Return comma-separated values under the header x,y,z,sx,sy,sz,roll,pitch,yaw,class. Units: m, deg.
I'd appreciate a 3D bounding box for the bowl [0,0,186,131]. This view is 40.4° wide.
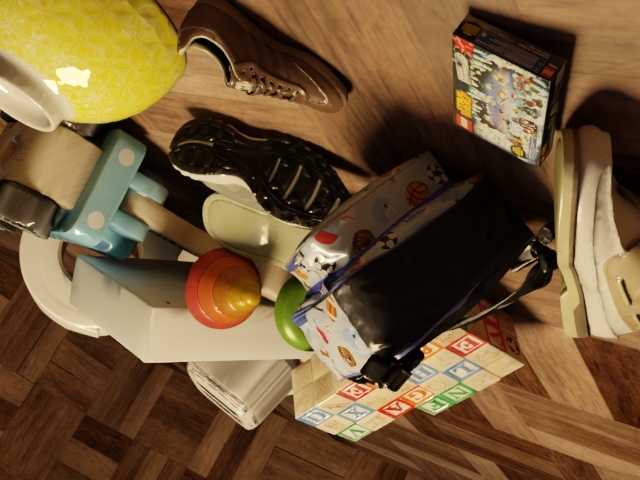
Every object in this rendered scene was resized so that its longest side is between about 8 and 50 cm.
x,y,z,sx,sy,sz,roll,pitch,yaw,class
-0.323,-0.225,1.029,0.289,0.156,0.289,27,162,10,bowl

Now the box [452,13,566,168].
x,y,z,sx,sy,sz,roll,pitch,yaw,class
0.160,-0.126,0.757,0.094,0.027,0.137,33,164,23,box

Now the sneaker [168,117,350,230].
x,y,z,sx,sy,sz,roll,pitch,yaw,class
-0.069,-0.083,1.145,0.271,0.100,0.108,25,173,27,sneaker

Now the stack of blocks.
x,y,z,sx,sy,sz,roll,pitch,yaw,class
0.120,0.184,1.262,0.171,0.087,0.297,30,127,-35,stack of blocks

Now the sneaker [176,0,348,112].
x,y,z,sx,sy,sz,roll,pitch,yaw,class
-0.063,-0.175,0.909,0.188,0.071,0.066,32,161,-7,sneaker

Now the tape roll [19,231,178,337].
x,y,z,sx,sy,sz,roll,pitch,yaw,class
-0.410,0.032,1.619,0.286,0.286,0.100,31,161,-6,tape roll

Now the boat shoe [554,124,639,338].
x,y,z,sx,sy,sz,roll,pitch,yaw,class
0.278,-0.004,0.828,0.103,0.113,0.302,-1,149,19,boat shoe

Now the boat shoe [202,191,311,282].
x,y,z,sx,sy,sz,roll,pitch,yaw,class
-0.001,0.003,1.230,0.340,0.113,0.127,20,123,25,boat shoe

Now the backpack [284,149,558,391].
x,y,z,sx,sy,sz,roll,pitch,yaw,class
0.080,0.046,0.985,0.213,0.276,0.263,54,155,12,backpack

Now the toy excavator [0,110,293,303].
x,y,z,sx,sy,sz,roll,pitch,yaw,class
-0.293,-0.048,1.403,0.445,0.222,0.432,31,166,-36,toy excavator

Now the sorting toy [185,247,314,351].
x,y,z,sx,sy,sz,roll,pitch,yaw,class
-0.009,0.104,1.276,0.365,0.127,0.126,16,175,-26,sorting toy

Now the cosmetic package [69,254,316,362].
x,y,z,sx,sy,sz,roll,pitch,yaw,class
-0.189,0.113,1.474,0.377,0.098,0.284,5,-171,-39,cosmetic package

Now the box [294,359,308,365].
x,y,z,sx,sy,sz,roll,pitch,yaw,class
0.048,0.230,1.711,0.232,0.127,0.148,33,161,-10,box

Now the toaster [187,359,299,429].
x,y,z,sx,sy,sz,roll,pitch,yaw,class
-0.144,0.254,1.651,0.227,0.146,0.129,34,160,22,toaster

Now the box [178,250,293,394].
x,y,z,sx,sy,sz,roll,pitch,yaw,class
-0.188,0.181,1.865,0.345,0.168,0.215,31,162,-6,box
